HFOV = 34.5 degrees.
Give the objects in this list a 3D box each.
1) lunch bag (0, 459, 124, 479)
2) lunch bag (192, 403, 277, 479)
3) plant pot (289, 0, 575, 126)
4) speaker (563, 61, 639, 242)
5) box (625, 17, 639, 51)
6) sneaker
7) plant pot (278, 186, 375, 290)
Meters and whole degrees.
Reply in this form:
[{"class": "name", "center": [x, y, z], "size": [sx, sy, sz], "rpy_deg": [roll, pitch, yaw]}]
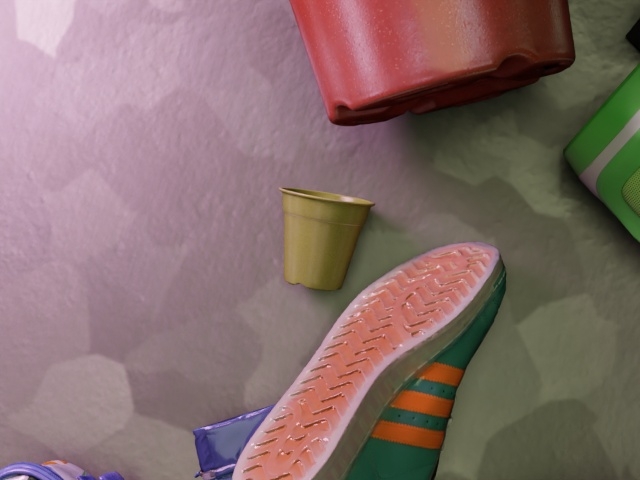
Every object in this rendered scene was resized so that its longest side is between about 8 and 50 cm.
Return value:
[{"class": "lunch bag", "center": [-0.196, 0.325, 0.821], "size": [0.303, 0.115, 0.243], "rpy_deg": [37, 88, 13]}, {"class": "lunch bag", "center": [-0.060, 0.178, 0.861], "size": [0.098, 0.067, 0.065], "rpy_deg": [-18, 82, 1]}, {"class": "plant pot", "center": [0.076, -0.242, 0.820], "size": [0.272, 0.272, 0.265], "rpy_deg": [-14, 91, 2]}, {"class": "speaker", "center": [0.343, -0.015, 0.828], "size": [0.296, 0.131, 0.131], "rpy_deg": [42, 87, 8]}, {"class": "box", "center": [0.315, -0.191, 0.883], "size": [0.083, 0.062, 0.052], "rpy_deg": [-39, 84, -2]}, {"class": "sneaker", "center": [0.058, 0.130, 0.836], "size": [0.302, 0.108, 0.121], "rpy_deg": [-46, 126, -24]}, {"class": "plant pot", "center": [0.000, 0.000, 0.880], "size": [0.083, 0.083, 0.079], "rpy_deg": [9, 96, 5]}]
